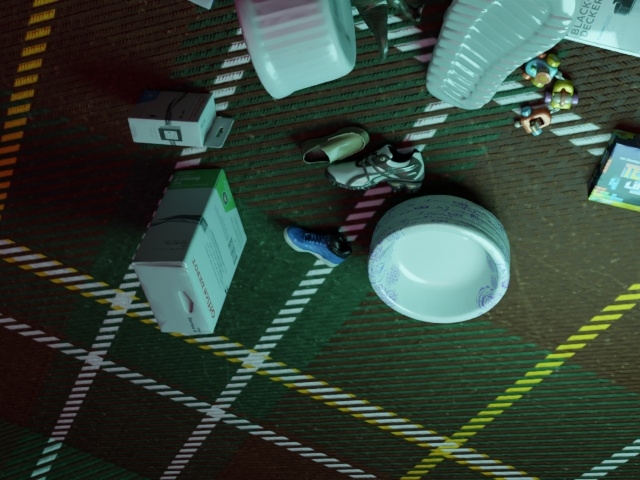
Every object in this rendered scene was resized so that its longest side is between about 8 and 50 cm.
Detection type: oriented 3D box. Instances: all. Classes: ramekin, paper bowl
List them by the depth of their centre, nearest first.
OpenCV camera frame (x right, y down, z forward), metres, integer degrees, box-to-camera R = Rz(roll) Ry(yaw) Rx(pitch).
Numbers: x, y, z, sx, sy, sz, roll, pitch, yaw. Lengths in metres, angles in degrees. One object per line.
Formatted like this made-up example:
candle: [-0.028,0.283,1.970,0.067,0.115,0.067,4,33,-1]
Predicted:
ramekin: [-0.035,-0.375,1.327,0.135,0.277,0.277,-10,130,13]
paper bowl: [0.244,0.025,1.713,0.284,0.148,0.284,8,133,8]

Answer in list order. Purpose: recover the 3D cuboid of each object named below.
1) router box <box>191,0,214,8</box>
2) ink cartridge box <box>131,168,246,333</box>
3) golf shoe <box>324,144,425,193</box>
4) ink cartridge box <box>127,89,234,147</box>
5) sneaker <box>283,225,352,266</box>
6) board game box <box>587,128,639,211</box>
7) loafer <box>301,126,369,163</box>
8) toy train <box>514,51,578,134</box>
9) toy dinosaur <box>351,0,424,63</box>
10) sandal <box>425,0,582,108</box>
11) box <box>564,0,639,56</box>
router box: [-0.255,-0.579,1.316,0.301,0.082,0.335,23,134,-7]
ink cartridge box: [-0.266,0.021,1.743,0.121,0.289,0.211,0,132,15]
golf shoe: [0.106,-0.150,1.645,0.198,0.077,0.094,2,123,4]
ink cartridge box: [-0.269,-0.238,1.629,0.180,0.104,0.060,5,133,10]
sneaker: [0.000,-0.001,1.813,0.152,0.058,0.084,32,138,-21]
board game box: [0.602,-0.120,1.551,0.170,0.048,0.141,13,136,2]
loafer: [0.027,-0.180,1.643,0.148,0.050,0.056,-15,127,27]
toy train: [0.384,-0.256,1.481,0.125,0.046,0.166,-16,127,27]
toy dinosaur: [0.101,-0.445,1.351,0.160,0.121,0.314,18,140,14]
sandal: [0.272,-0.345,1.338,0.169,0.102,0.416,23,160,-9]
box: [0.538,-0.371,1.302,0.289,0.087,0.169,15,134,1]
